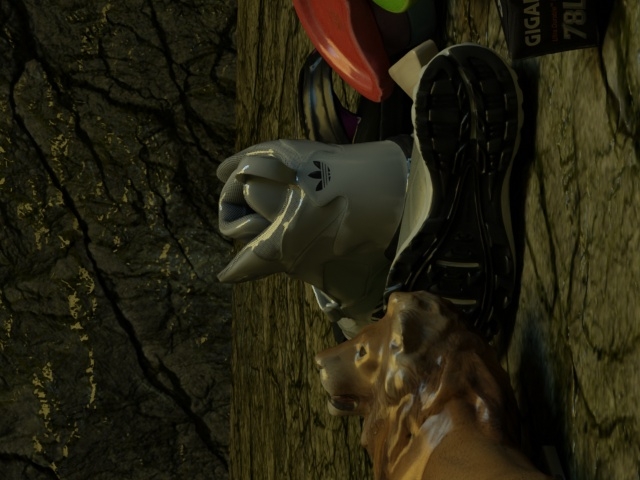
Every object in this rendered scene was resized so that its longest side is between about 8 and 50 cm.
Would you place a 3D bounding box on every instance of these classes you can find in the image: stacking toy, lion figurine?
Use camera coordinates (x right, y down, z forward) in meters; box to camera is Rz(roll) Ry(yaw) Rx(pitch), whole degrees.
[{"bbox_3d":[0.066,-0.273,1.578,0.279,0.130,0.309,41,158,47],"label":"stacking toy"},{"bbox_3d":[0.111,0.191,1.176,0.392,0.142,0.240,-146,65,-63],"label":"lion figurine"}]

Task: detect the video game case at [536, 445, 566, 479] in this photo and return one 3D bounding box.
[{"bbox_3d":[0.164,0.215,1.201,0.122,0.011,0.087,-101,16,-56],"label":"video game case"}]

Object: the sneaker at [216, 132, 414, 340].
[{"bbox_3d":[0.000,0.000,1.665,0.366,0.210,0.137,110,160,-65],"label":"sneaker"}]

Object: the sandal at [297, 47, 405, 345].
[{"bbox_3d":[0.026,-0.090,1.856,0.167,0.107,0.445,-110,23,-67],"label":"sandal"}]

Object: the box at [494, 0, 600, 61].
[{"bbox_3d":[0.126,-0.325,1.150,0.293,0.073,0.295,82,-179,-47],"label":"box"}]

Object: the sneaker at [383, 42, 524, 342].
[{"bbox_3d":[0.112,-0.025,1.374,0.108,0.100,0.271,-65,-17,-75],"label":"sneaker"}]
